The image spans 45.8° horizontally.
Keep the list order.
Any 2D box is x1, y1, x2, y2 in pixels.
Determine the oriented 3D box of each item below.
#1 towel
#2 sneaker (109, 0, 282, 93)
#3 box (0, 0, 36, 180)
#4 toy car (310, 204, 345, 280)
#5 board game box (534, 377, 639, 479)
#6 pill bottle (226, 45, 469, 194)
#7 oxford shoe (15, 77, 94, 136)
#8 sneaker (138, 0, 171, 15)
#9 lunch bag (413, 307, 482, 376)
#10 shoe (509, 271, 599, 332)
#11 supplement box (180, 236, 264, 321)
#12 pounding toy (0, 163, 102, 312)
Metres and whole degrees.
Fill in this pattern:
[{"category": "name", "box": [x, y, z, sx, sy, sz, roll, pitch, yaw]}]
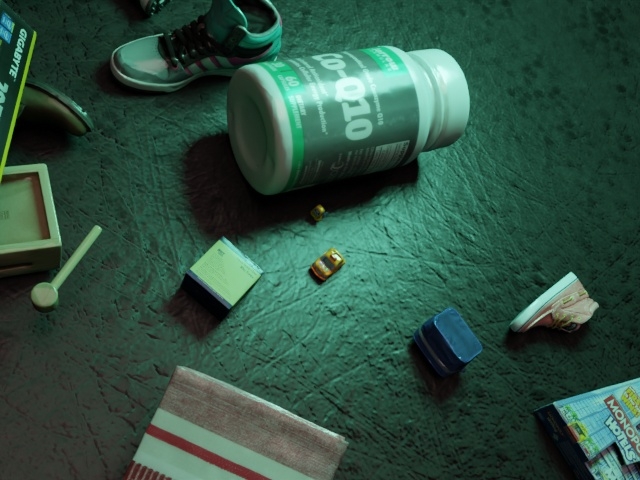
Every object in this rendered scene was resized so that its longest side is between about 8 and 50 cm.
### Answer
[{"category": "towel", "box": [-0.137, 0.346, 0.918, 0.237, 0.037, 0.328, 24, 79, 2]}, {"category": "sneaker", "box": [-0.185, -0.333, 1.221, 0.296, 0.178, 0.123, -16, 72, -26]}, {"category": "box", "box": [-0.520, -0.142, 0.980, 0.257, 0.079, 0.321, -10, 61, 21]}, {"category": "toy car", "box": [0.000, 0.000, 1.209, 0.060, 0.040, 0.122, -19, 73, -27]}, {"category": "board game box", "box": [0.478, 0.312, 1.225, 0.194, 0.060, 0.194, -24, 75, -28]}, {"category": "pill bottle", "box": [0.048, -0.205, 1.233, 0.361, 0.204, 0.204, -15, 71, -26]}, {"category": "oxford shoe", "box": [-0.450, -0.195, 1.121, 0.227, 0.083, 0.096, 22, 71, -3]}, {"category": "sneaker", "box": [-0.261, -0.496, 1.332, 0.106, 0.078, 0.234, 40, 60, -1]}, {"category": "lunch bag", "box": [0.199, 0.165, 1.190, 0.067, 0.065, 0.098, -21, 73, -44]}, {"category": "shoe", "box": [0.401, 0.126, 1.284, 0.178, 0.063, 0.081, -30, 73, -34]}, {"category": "supplement box", "box": [-0.145, 0.057, 1.117, 0.083, 0.056, 0.083, 40, 59, 2]}, {"category": "pounding toy", "box": [-0.392, 0.010, 1.024, 0.181, 0.094, 0.205, -9, 69, -24]}]
